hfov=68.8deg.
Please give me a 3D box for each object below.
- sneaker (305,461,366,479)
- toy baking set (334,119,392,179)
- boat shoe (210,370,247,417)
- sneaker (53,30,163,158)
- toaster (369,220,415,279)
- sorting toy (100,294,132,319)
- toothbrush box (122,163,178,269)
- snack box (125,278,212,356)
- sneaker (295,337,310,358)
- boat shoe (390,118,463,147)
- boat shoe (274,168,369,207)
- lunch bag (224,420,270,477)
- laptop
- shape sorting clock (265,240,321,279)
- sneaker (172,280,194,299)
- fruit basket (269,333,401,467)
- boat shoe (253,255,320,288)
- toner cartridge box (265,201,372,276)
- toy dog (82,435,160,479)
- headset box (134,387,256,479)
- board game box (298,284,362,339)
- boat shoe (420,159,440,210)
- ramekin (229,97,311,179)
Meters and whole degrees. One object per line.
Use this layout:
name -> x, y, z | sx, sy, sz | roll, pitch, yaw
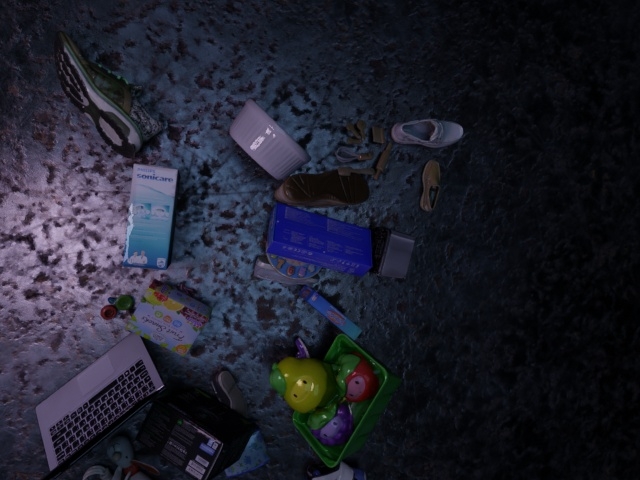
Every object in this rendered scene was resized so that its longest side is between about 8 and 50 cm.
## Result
sneaker -> -0.004, 0.889, 1.636 | 0.182, 0.127, 0.315 | 43, 76, -8
toy baking set -> 0.148, -0.303, 1.623 | 0.197, 0.030, 0.256 | 27, 68, -18
boat shoe -> -0.309, 0.532, 1.577 | 0.065, 0.075, 0.205 | -12, 105, 30
sneaker -> -0.640, -0.451, 1.423 | 0.182, 0.158, 0.410 | -42, 101, -40
toaster -> 0.230, 0.035, 1.621 | 0.110, 0.168, 0.185 | 14, 91, -17
sorting toy -> -0.651, 0.204, 1.480 | 0.102, 0.042, 0.061 | -36, 116, -22
toothbrush box -> -0.503, -0.070, 1.409 | 0.126, 0.216, 0.295 | 5, 90, -15
snack box -> -0.477, 0.246, 1.478 | 0.207, 0.070, 0.174 | 32, 108, -12
sneaker -> -0.068, 0.422, 1.618 | 0.071, 0.068, 0.169 | -9, 95, -8
boat shoe -> 0.397, -0.386, 1.675 | 0.278, 0.096, 0.098 | -5, 94, -14
boat shoe -> 0.010, -0.172, 1.587 | 0.342, 0.110, 0.121 | -1, 82, -31
lunch bag -> -0.263, 0.703, 1.567 | 0.151, 0.096, 0.128 | -21, 98, -22
laptop -> -0.654, 0.451, 1.274 | 0.382, 0.408, 0.236 | -38, 141, -10
shape sorting clock -> -0.082, 0.036, 1.569 | 0.207, 0.040, 0.206 | 11, 56, -17
sneaker -> -0.429, 0.185, 1.530 | 0.057, 0.047, 0.119 | -39, 102, -21
fruit basket -> 0.027, 0.495, 1.506 | 0.393, 0.283, 0.391 | -19, 125, -30
boat shoe -> -0.117, 0.119, 1.592 | 0.228, 0.079, 0.081 | 17, 113, -16
toner cartridge box -> 0.000, 0.000, 1.558 | 0.348, 0.075, 0.165 | 16, 50, -17
toy dog -> -0.576, 0.793, 1.461 | 0.334, 0.161, 0.220 | 44, 82, -12
headset box -> -0.362, 0.578, 1.418 | 0.247, 0.283, 0.131 | 25, 86, 17
board game box -> 0.030, 0.240, 1.584 | 0.210, 0.160, 0.047 | 40, 84, -12
boat shoe -> 0.412, -0.200, 1.700 | 0.068, 0.072, 0.189 | 4, 92, -14
ramekin -> -0.165, -0.306, 1.462 | 0.273, 0.273, 0.127 | 44, 95, -12
